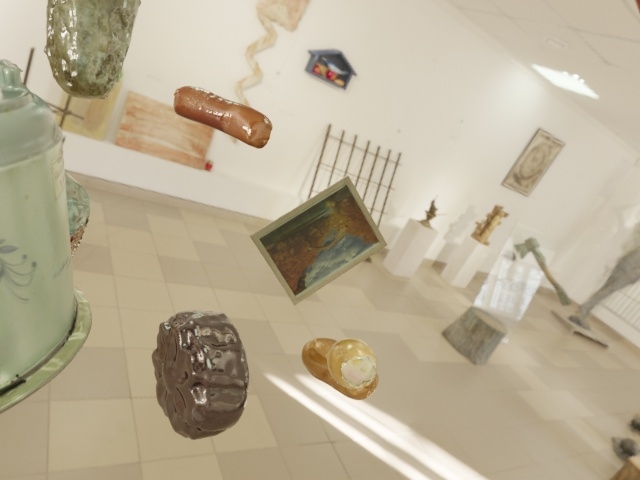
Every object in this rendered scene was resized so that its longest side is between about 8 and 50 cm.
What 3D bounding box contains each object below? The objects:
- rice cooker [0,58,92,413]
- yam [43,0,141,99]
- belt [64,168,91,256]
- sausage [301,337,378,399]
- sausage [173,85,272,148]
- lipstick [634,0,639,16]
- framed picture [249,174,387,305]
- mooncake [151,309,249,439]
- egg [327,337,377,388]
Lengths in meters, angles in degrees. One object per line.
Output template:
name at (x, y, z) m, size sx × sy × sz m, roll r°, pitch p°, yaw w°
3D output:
rice cooker at (-0.329, 0.011, 0.341) m, size 0.264 × 0.316 × 0.317 m, roll -16°, pitch 45°, yaw -42°
yam at (-0.320, -0.371, 0.648) m, size 0.133 × 0.330 × 0.133 m, roll 13°, pitch 8°, yaw -2°
belt at (-0.470, -0.019, 0.642) m, size 0.207 × 0.257 × 0.150 m, roll 27°, pitch 19°, yaw -14°
sausage at (0.052, 0.367, 1.296) m, size 0.241 × 0.136 × 0.120 m, roll 28°, pitch 41°, yaw 22°
sausage at (-0.248, -0.317, 1.142) m, size 0.300 × 0.089 × 0.083 m, roll 25°, pitch 4°, yaw 15°
lipstick at (0.669, -0.596, 0.938) m, size 0.279 × 0.073 × 0.073 m, roll 57°, pitch 12°, yaw -17°
framed picture at (0.000, 0.000, 0.968) m, size 0.184 × 0.250 × 0.016 m, roll 60°, pitch -7°, yaw -11°
mooncake at (-0.282, 0.297, 1.010) m, size 0.141 × 0.283 × 0.283 m, roll 1°, pitch 32°, yaw -38°
egg at (0.050, 0.199, 0.740) m, size 0.080 × 0.080 × 0.096 m, roll 22°, pitch 6°, yaw -17°
